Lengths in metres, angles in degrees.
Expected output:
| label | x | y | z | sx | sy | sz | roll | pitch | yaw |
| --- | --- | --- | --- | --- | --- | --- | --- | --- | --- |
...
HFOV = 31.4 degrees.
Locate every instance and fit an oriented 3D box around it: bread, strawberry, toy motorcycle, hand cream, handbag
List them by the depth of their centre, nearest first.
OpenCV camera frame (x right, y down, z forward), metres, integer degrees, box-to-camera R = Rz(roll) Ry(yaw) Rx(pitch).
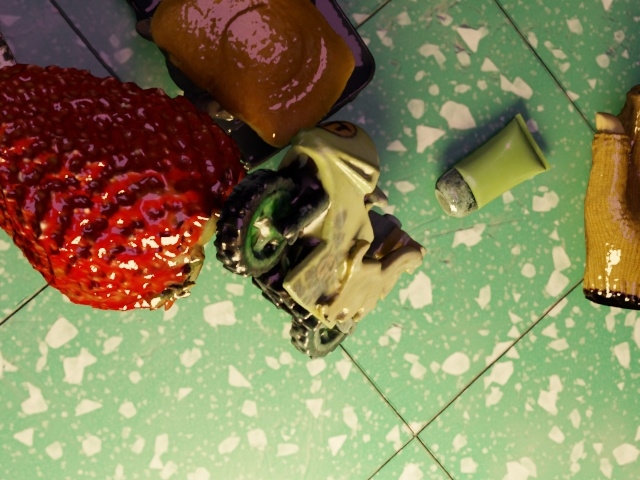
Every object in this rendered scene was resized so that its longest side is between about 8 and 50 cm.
| label | x | y | z | sx | sy | sz | roll | pitch | yaw |
| --- | --- | --- | --- | --- | --- | --- | --- | --- | --- |
| strawberry | -0.285 | -0.059 | 1.377 | 0.351 | 0.267 | 0.312 | 27 | 128 | -16 |
| bread | -0.085 | -0.240 | 1.399 | 0.245 | 0.121 | 0.174 | 43 | 81 | -20 |
| toy motorcycle | 0.000 | 0.000 | 1.428 | 0.169 | 0.410 | 0.237 | 33 | 77 | 28 |
| handbag | -0.110 | -0.274 | 1.514 | 0.269 | 0.118 | 0.325 | -38 | 96 | -10 |
| hand cream | 0.243 | -0.099 | 1.635 | 0.175 | 0.046 | 0.095 | -34 | 97 | -18 |

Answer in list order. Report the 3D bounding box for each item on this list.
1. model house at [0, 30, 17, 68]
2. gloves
| label | x | y | z | sx | sy | sz | roll | pitch | yaw |
| --- | --- | --- | --- | --- | --- | --- | --- | --- | --- |
| model house | -0.507 | -0.254 | 1.387 | 0.206 | 0.178 | 0.271 | -27 | 100 | -11 |
| gloves | 0.465 | -0.070 | 1.631 | 0.203 | 0.155 | 0.356 | 9 | 103 | -7 |
